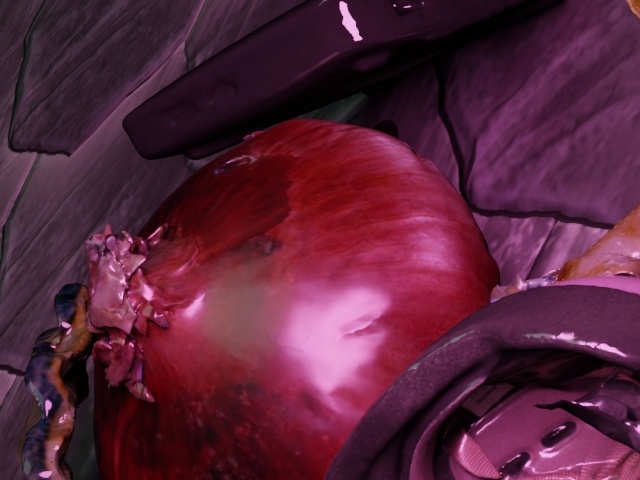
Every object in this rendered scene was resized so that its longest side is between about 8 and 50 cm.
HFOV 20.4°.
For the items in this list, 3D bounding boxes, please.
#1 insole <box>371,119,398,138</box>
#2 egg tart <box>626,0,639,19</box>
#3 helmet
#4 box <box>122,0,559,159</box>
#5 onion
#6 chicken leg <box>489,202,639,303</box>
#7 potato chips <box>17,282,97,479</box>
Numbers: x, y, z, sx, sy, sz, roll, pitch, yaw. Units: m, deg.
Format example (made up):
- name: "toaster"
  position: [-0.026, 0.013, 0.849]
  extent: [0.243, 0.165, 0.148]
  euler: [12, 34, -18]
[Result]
- name: "insole"
  position: [0.001, 0.000, 1.482]
  extent: [0.232, 0.003, 0.080]
  euler: [-57, 29, 5]
- name: "egg tart"
  position: [0.248, -0.200, 1.240]
  extent: [0.105, 0.039, 0.105]
  euler: [-35, 39, 35]
- name: "helmet"
  position: [0.142, 0.114, 0.995]
  extent: [0.154, 0.198, 0.253]
  euler: [-43, 5, -42]
- name: "box"
  position: [0.026, -0.150, 1.348]
  extent: [0.290, 0.073, 0.289]
  euler: [-25, 1, -44]
- name: "onion"
  position: [-0.051, 0.073, 1.215]
  extent: [0.348, 0.285, 0.347]
  euler: [-25, 54, 41]
- name: "chicken leg"
  position: [0.191, 0.017, 1.095]
  extent: [0.196, 0.080, 0.125]
  euler: [-49, 29, 12]
- name: "potato chips"
  position: [-0.201, 0.211, 1.386]
  extent: [0.429, 0.070, 0.358]
  euler: [-146, 61, -82]
